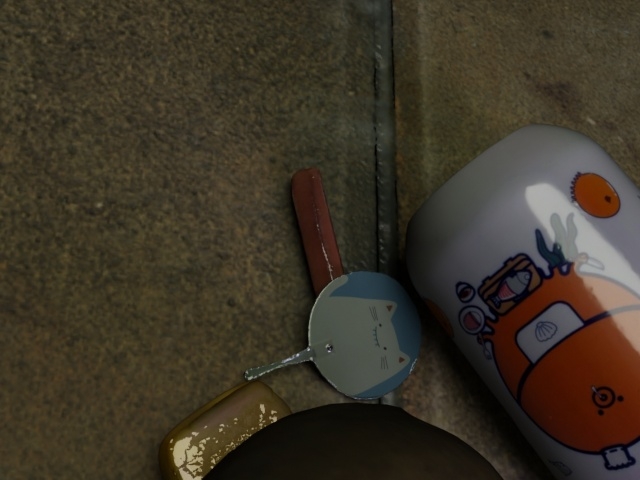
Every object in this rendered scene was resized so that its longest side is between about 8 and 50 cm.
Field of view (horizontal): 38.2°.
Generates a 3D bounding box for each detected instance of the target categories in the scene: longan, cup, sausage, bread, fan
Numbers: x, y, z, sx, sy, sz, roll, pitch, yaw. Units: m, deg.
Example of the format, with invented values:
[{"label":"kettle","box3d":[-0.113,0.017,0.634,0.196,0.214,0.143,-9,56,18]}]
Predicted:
[{"label":"longan","box3d":[0.022,0.246,0.600,0.300,0.243,0.300,18,62,-37]},{"label":"cup","box3d":[0.227,0.067,0.791,0.212,0.212,0.317,-31,76,-29]},{"label":"sausage","box3d":[0.000,0.000,0.844,0.030,0.035,0.147,-17,68,8]},{"label":"bread","box3d":[-0.073,0.165,0.724,0.115,0.056,0.082,-37,85,-35]},{"label":"fan","box3d":[0.013,0.090,0.799,0.175,0.005,0.113,-16,91,-25]}]
